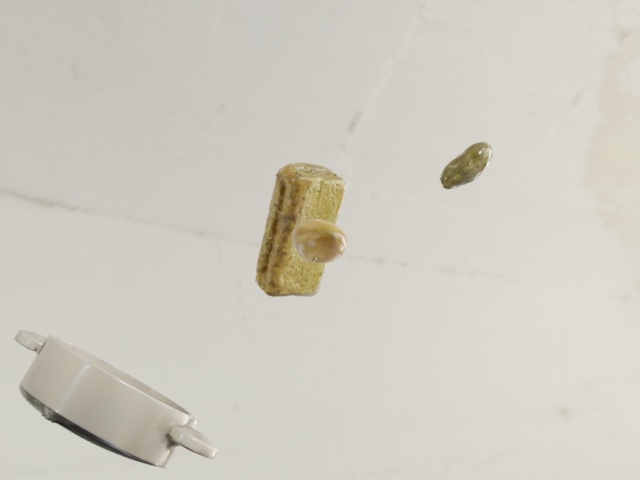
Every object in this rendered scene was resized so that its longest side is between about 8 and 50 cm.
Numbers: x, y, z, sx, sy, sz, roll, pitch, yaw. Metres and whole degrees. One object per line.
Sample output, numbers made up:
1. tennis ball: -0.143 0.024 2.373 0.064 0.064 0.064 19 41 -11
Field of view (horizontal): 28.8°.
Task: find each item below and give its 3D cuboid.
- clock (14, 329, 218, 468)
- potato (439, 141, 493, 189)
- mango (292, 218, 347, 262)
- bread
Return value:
1. clock: -0.190 0.147 1.113 0.063 0.229 0.155 -58 -23 -7
2. potato: 0.208 -0.104 1.767 0.092 0.046 0.045 -36 -58 -4
3. mango: 0.000 0.000 1.382 0.060 0.046 0.089 25 -12 -8
4. bread: -0.035 -0.014 1.907 0.114 0.083 0.211 2 -72 -39
